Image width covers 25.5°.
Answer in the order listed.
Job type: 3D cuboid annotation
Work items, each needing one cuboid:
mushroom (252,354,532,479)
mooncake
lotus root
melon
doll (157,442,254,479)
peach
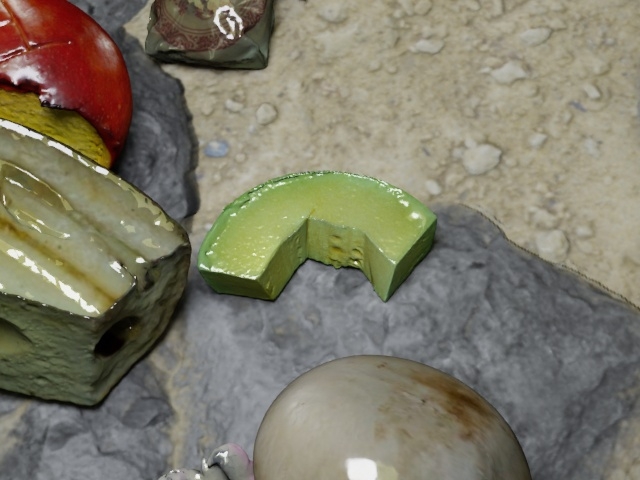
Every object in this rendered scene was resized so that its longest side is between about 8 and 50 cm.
[{"bbox_3d":[0.056,0.193,1.120,0.227,0.178,0.226,8,29,-4],"label":"mushroom"},{"bbox_3d":[-0.110,-0.240,1.417,0.125,0.073,0.130,5,79,9],"label":"mooncake"},{"bbox_3d":[-0.285,0.018,1.250,0.314,0.142,0.210,27,57,4],"label":"lotus root"},{"bbox_3d":[0.000,0.000,1.294,0.210,0.064,0.118,5,60,5],"label":"melon"},{"bbox_3d":[-0.115,0.255,1.142,0.192,0.095,0.149,-27,56,-8],"label":"doll"},{"bbox_3d":[-0.283,-0.137,1.328,0.226,0.196,0.190,46,112,21],"label":"peach"}]
